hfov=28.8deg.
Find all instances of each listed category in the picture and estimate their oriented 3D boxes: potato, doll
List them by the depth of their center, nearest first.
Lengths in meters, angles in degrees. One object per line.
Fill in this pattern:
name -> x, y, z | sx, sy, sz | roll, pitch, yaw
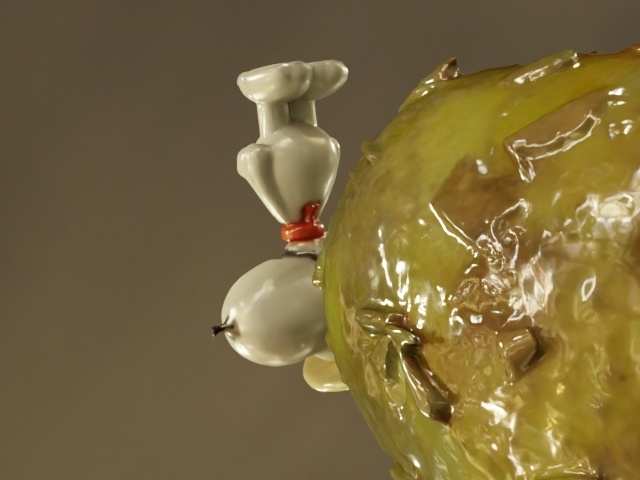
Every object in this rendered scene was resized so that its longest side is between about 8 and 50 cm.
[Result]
potato -> 0.124, 0.040, 0.357 | 0.141, 0.298, 0.176 | -2, -71, -51
doll -> 0.015, -0.009, 1.047 | 0.208, 0.144, 0.271 | 12, -99, -38
